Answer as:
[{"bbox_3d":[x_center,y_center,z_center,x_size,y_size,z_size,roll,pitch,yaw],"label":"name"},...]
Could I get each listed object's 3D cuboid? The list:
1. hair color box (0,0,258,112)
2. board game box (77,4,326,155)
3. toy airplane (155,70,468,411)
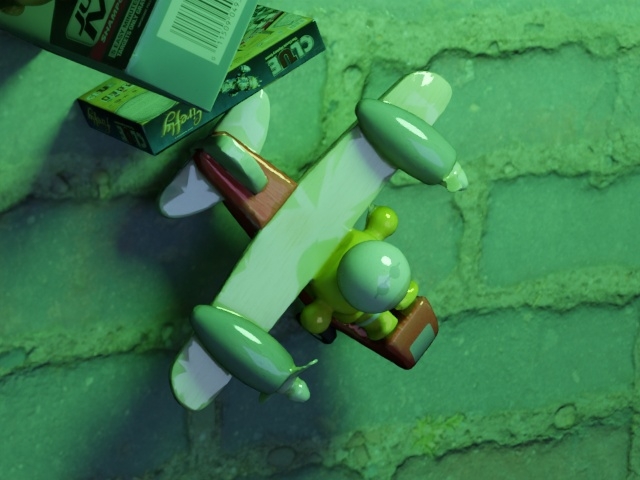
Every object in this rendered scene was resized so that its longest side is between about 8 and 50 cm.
[{"bbox_3d":[-0.211,-0.268,1.864,0.113,0.374,0.185,24,90,-37],"label":"hair color box"},{"bbox_3d":[-0.137,-0.189,2.070,0.243,0.165,0.042,-34,120,-21],"label":"board game box"},{"bbox_3d":[0.000,0.000,2.153,0.384,0.272,0.386,-7,108,-32],"label":"toy airplane"}]
